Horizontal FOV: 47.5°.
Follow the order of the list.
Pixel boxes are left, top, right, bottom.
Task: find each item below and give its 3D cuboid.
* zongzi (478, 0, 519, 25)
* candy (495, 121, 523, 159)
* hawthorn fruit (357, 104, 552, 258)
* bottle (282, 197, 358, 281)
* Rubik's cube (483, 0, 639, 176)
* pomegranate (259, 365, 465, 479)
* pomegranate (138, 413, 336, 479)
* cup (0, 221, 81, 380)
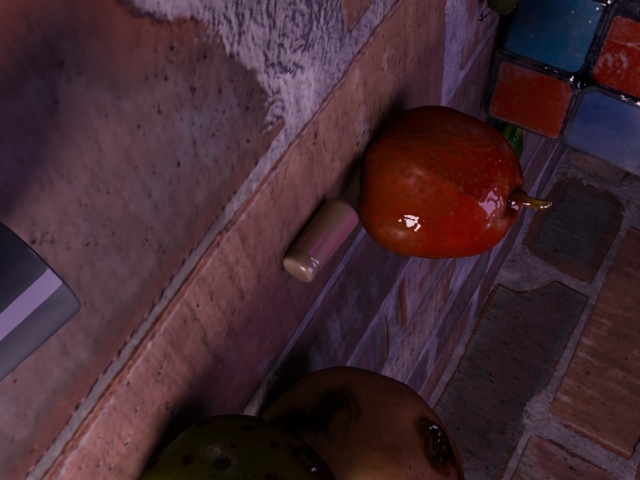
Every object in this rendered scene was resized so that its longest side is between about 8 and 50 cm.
[{"bbox_3d":[0.272,-0.381,1.015,0.154,0.062,0.130,95,16,-59],"label":"zongzi"},{"bbox_3d":[0.374,-0.185,1.492,0.149,0.069,0.246,-64,156,-15],"label":"candy"},{"bbox_3d":[0.165,-0.064,0.879,0.196,0.225,0.197,13,90,-71],"label":"hawthorn fruit"},{"bbox_3d":[0.000,0.000,0.803,0.096,0.045,0.045,-53,158,-24],"label":"bottle"},{"bbox_3d":[0.493,-0.354,1.217,0.316,0.313,0.318,-52,159,-31],"label":"Rubik's cube"},{"bbox_3d":[0.044,0.320,0.935,0.322,0.322,0.322,-51,157,-32],"label":"pomegranate"},{"bbox_3d":[-0.083,0.319,0.716,0.231,0.231,0.286,-24,136,-61],"label":"pomegranate"},{"bbox_3d":[-0.180,0.027,0.352,0.077,0.078,0.100,-49,122,-25],"label":"cup"}]
